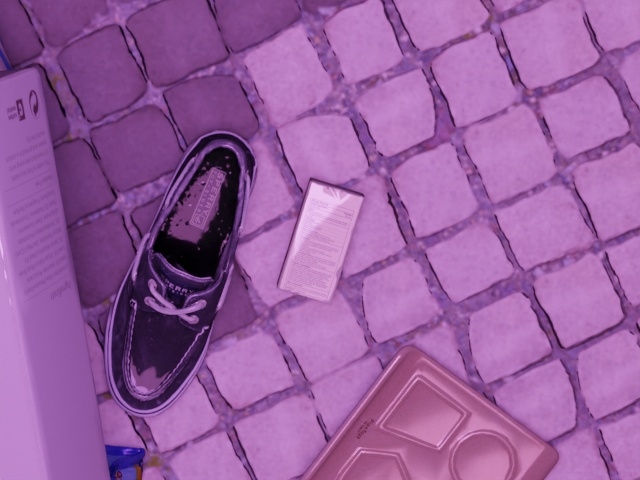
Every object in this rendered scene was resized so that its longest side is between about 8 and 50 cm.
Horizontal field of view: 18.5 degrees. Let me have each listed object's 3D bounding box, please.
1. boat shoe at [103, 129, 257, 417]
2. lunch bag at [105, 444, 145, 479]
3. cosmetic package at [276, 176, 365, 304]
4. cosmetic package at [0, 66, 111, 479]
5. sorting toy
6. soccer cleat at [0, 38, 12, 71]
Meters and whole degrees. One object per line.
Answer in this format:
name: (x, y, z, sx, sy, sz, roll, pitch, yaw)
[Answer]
boat shoe: (-0.137, 0.038, 1.928, 0.108, 0.102, 0.301, 23, 96, -5)
lunch bag: (-0.342, 0.303, 1.963, 0.293, 0.138, 0.221, 8, 97, 10)
cosmetic package: (0.000, 0.000, 1.958, 0.060, 0.041, 0.115, 18, 97, -4)
cosmetic package: (-0.345, 0.086, 1.771, 0.230, 0.161, 0.453, -7, 100, 13)
sorting toy: (0.109, 0.234, 2.000, 0.208, 0.038, 0.193, 36, 95, -11)
soccer cleat: (-0.370, -0.232, 1.864, 0.116, 0.143, 0.331, -21, 98, 1)
